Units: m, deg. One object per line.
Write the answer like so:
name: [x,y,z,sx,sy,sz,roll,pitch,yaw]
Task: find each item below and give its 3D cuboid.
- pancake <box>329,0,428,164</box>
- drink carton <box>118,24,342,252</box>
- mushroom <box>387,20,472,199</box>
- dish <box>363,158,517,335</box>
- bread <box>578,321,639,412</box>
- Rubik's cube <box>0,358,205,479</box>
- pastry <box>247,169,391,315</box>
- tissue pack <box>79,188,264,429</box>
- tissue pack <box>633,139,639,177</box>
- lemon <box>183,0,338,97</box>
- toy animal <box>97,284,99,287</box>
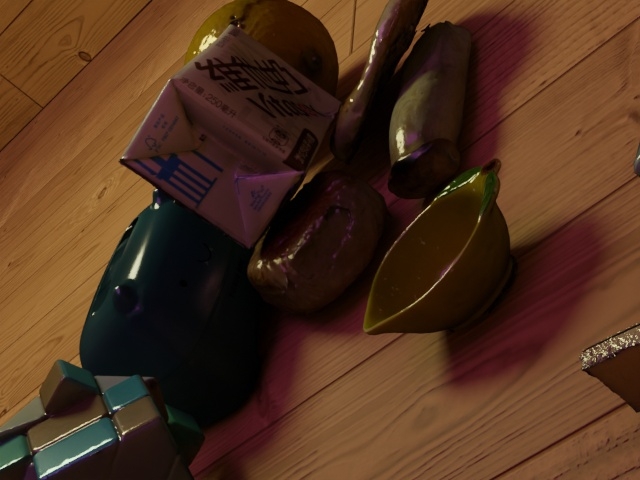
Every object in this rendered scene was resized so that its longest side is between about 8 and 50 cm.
pancake: [0.077,-0.223,1.512,0.282,0.049,0.282,-62,-1,-3]
drink carton: [-0.099,-0.142,1.458,0.132,0.194,0.324,-52,6,22]
mushroom: [0.130,-0.165,1.395,0.100,0.081,0.312,-34,26,32]
dish: [0.130,0.025,1.112,0.208,0.080,0.149,-51,19,2]
bread: [0.263,0.071,0.814,0.153,0.068,0.028,-33,30,36]
Rubik's cube: [-0.219,0.261,1.217,0.224,0.265,0.213,-26,22,-13]
pastry: [0.000,0.000,1.360,0.182,0.093,0.192,-56,16,-13]
tissue pack: [-0.178,0.077,1.431,0.198,0.206,0.287,-33,27,37]
tissue pack: [0.384,-0.168,0.885,0.228,0.128,0.311,-20,39,50]
lemon: [-0.095,-0.236,1.721,0.253,0.228,0.228,-46,22,33]
toy animal: [-0.259,0.102,1.699,0.170,0.090,0.255,-44,26,3]
